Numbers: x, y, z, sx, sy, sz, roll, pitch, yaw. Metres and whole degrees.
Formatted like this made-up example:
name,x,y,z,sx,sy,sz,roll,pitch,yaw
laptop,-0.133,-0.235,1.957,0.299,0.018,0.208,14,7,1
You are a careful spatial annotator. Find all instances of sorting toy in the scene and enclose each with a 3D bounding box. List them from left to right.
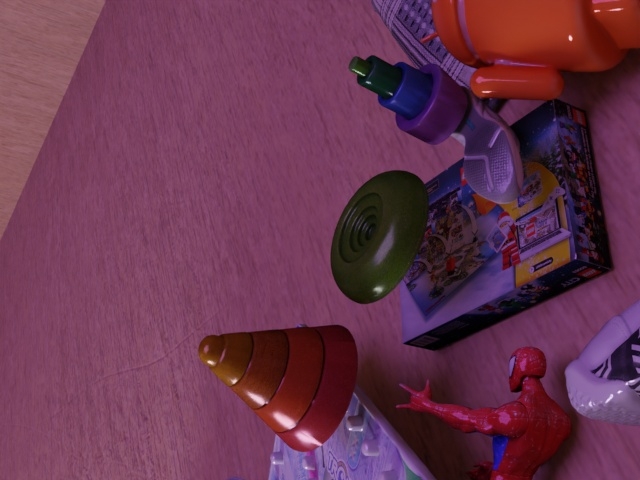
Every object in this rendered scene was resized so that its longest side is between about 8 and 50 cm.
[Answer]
name,x,y,z,sx,sy,sz,roll,pitch,yaw
sorting toy,0.000,0.000,0.805,0.366,0.126,0.127,-66,25,3

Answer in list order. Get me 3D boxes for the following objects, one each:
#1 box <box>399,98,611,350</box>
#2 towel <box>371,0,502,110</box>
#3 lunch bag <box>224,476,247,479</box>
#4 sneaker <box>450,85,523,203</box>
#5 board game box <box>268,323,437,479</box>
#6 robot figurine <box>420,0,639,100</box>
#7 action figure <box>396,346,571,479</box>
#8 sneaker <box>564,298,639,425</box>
name,x,y,z,sx,sy,sz,roll,pitch,yaw
box,0.159,-0.007,0.863,0.233,0.044,0.159,-35,47,49
towel,0.179,-0.324,0.968,0.324,0.056,0.312,-58,33,26
lunch bag,-0.089,0.314,1.100,0.071,0.083,0.053,-3,74,60
sneaker,0.152,-0.081,0.797,0.054,0.061,0.152,-50,30,26
board game box,-0.006,0.329,0.874,0.390,0.050,0.390,-137,54,-63
robot figurine,0.187,-0.207,0.793,0.219,0.128,0.158,11,116,43
action figure,0.127,0.223,0.759,0.139,0.091,0.280,4,80,51
sneaker,0.290,-0.033,0.567,0.366,0.137,0.210,-41,42,37
